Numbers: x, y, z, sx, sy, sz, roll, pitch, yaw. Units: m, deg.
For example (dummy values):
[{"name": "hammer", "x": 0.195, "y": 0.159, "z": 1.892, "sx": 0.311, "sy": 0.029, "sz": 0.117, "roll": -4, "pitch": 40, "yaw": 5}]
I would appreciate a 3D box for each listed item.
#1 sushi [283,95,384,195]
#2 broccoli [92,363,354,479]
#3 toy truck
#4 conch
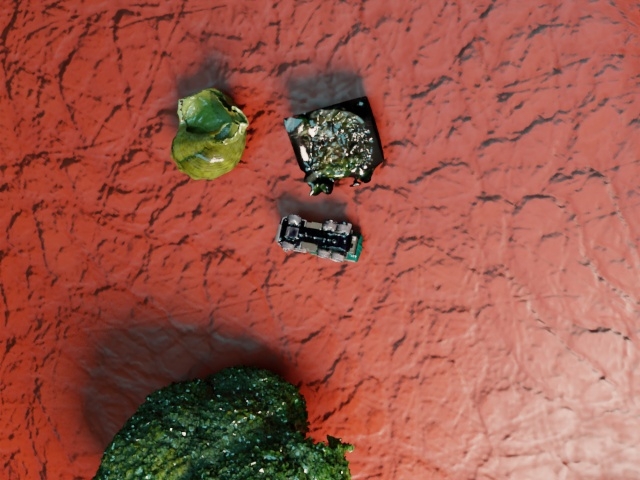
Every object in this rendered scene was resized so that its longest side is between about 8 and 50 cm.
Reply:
[{"name": "sushi", "x": 0.018, "y": -0.092, "z": 1.150, "sx": 0.083, "sy": 0.056, "sz": 0.084, "roll": -16, "pitch": 93, "yaw": 10}, {"name": "broccoli", "x": -0.104, "y": 0.252, "z": 1.160, "sx": 0.261, "sy": 0.242, "sz": 0.269, "roll": 15, "pitch": 74, "yaw": 45}, {"name": "toy truck", "x": 0.000, "y": 0.000, "z": 1.174, "sx": 0.083, "sy": 0.044, "sz": 0.039, "roll": 10, "pitch": 80, "yaw": 14}, {"name": "conch", "x": -0.112, "y": -0.110, "z": 1.168, "sx": 0.089, "sy": 0.074, "sz": 0.121, "roll": 59, "pitch": 147, "yaw": 0}]
